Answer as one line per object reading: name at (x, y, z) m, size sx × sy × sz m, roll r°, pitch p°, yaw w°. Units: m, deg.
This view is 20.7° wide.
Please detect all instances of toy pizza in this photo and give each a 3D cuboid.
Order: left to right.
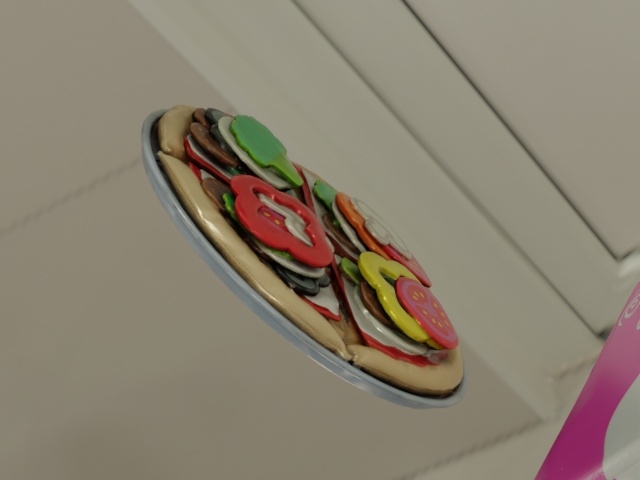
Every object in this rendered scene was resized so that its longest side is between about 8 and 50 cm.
toy pizza at (0.000, 0.000, 0.834) m, size 0.032 × 0.201 × 0.201 m, roll -48°, pitch 40°, yaw 17°

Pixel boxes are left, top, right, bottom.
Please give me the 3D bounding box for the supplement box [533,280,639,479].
supplement box at (0.183, 0.090, 0.503) m, size 0.114 × 0.220 × 0.111 m, roll -58°, pitch 3°, yaw -29°
